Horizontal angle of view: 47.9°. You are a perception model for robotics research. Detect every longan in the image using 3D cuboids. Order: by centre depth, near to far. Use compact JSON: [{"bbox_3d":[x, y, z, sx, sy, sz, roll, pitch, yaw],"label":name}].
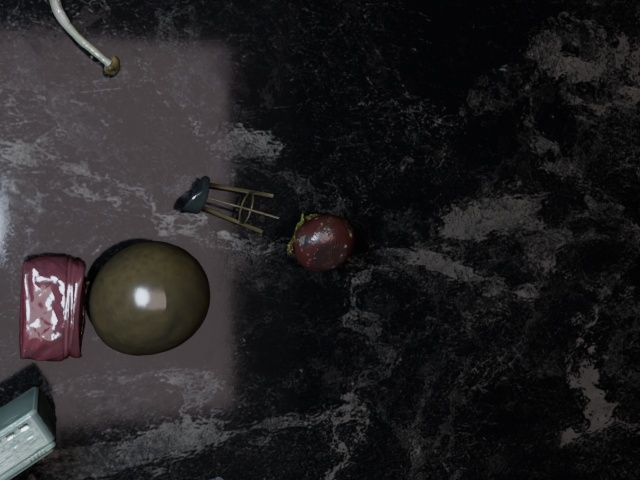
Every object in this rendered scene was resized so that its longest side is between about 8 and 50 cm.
[{"bbox_3d":[-0.370,0.123,1.558,0.258,0.258,0.258,-1,92,-21],"label":"longan"}]

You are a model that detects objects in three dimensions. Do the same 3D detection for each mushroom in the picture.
[{"bbox_3d":[-0.540,-0.497,1.576,0.068,0.043,0.306,-39,104,-34],"label":"mushroom"}]

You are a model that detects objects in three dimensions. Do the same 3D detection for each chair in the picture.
[{"bbox_3d":[-0.212,-0.091,1.692,0.222,0.104,0.095,12,61,-26],"label":"chair"}]

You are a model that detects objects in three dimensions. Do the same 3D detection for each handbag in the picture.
[{"bbox_3d":[-0.561,0.144,1.527,0.135,0.146,0.225,2,89,-18],"label":"handbag"}]

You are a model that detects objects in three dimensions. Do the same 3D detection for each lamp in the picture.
[{"bbox_3d":[0.004,-0.003,1.758,0.156,0.135,0.157,-38,135,13],"label":"lamp"}]

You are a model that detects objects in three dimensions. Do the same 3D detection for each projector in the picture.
[{"bbox_3d":[-0.632,0.405,1.447,0.192,0.257,0.099,-32,101,-18],"label":"projector"}]

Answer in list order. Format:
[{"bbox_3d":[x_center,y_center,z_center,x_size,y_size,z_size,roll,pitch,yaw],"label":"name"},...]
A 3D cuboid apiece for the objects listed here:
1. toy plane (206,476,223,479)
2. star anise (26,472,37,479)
[{"bbox_3d":[-0.354,0.610,1.653,0.267,0.088,0.212,29,58,-17],"label":"toy plane"},{"bbox_3d":[-0.613,0.630,1.542,0.198,0.110,0.257,21,90,-21],"label":"star anise"}]
